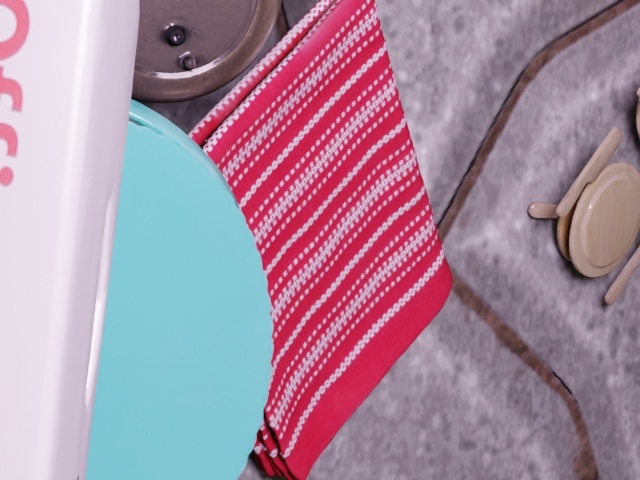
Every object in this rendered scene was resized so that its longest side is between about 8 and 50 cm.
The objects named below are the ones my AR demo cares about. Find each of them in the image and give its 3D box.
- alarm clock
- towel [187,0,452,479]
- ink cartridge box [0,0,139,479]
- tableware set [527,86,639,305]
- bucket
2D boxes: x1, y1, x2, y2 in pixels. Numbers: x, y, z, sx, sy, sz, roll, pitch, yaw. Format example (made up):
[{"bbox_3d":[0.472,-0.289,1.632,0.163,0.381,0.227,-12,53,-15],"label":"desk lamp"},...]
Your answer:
[{"bbox_3d":[-0.068,-0.148,1.100,0.192,0.064,0.129,-18,113,-16],"label":"alarm clock"},{"bbox_3d":[0.000,0.000,1.197,0.199,0.031,0.275,-49,142,-27],"label":"towel"},{"bbox_3d":[-0.281,0.001,0.759,0.395,0.166,0.285,6,92,-3],"label":"ink cartridge box"},{"bbox_3d":[0.226,-0.061,1.440,0.194,0.039,0.128,-53,139,-16],"label":"tableware set"},{"bbox_3d":[-0.170,0.049,0.994,0.281,0.183,0.281,-7,100,-42],"label":"bucket"}]
